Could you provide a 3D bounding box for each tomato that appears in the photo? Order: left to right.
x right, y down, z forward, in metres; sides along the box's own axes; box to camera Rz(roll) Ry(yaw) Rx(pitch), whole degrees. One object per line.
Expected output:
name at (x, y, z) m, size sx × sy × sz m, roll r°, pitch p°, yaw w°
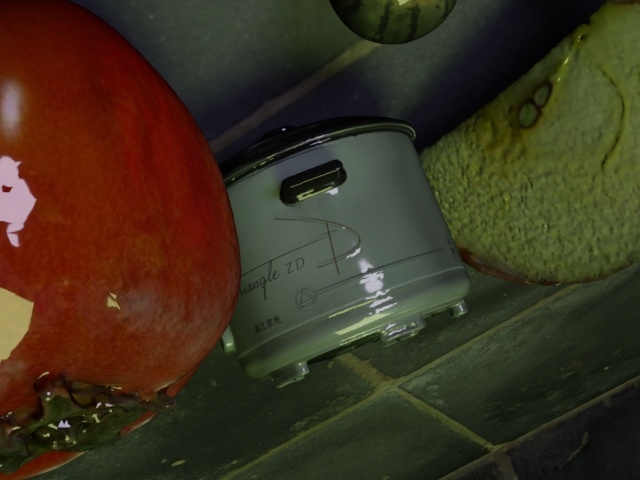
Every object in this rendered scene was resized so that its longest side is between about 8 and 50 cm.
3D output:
tomato at (-0.209, 0.004, 0.546) m, size 0.293 × 0.289 × 0.325 m, roll -34°, pitch 155°, yaw 16°

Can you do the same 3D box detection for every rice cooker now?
rice cooker at (0.000, 0.000, 0.752) m, size 0.241 × 0.227 × 0.280 m, roll -21°, pitch 171°, yaw -3°

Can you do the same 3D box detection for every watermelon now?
watermelon at (0.053, -0.197, 0.610) m, size 0.105 × 0.105 × 0.133 m, roll -19°, pitch 164°, yaw -8°

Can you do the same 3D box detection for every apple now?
apple at (0.231, -0.096, 0.761) m, size 0.179 × 0.254 × 0.346 m, roll 30°, pitch 136°, yaw -23°
